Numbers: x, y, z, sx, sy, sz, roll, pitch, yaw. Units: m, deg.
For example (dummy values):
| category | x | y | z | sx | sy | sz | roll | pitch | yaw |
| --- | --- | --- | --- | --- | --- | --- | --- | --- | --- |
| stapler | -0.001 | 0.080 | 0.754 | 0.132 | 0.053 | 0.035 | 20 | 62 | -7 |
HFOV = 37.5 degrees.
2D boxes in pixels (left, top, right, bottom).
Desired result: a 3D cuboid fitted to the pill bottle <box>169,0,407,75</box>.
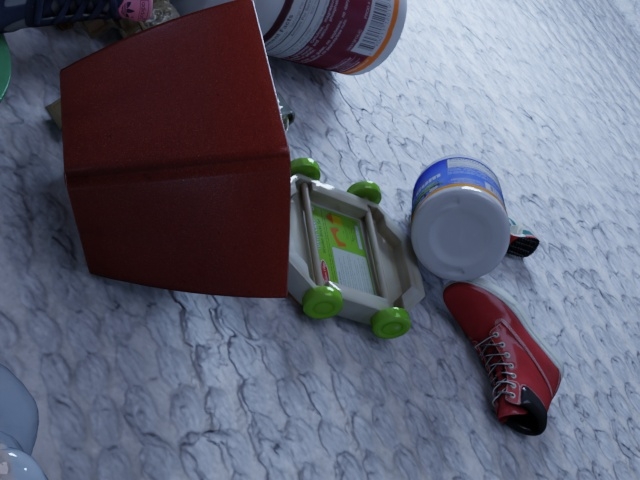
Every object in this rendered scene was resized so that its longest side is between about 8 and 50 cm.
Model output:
| category | x | y | z | sx | sy | sz | roll | pitch | yaw |
| --- | --- | --- | --- | --- | --- | --- | --- | --- | --- |
| pill bottle | -0.061 | -0.417 | 1.581 | 0.392 | 0.224 | 0.224 | 5 | 51 | -43 |

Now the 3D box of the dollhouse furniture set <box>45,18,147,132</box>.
| category | x | y | z | sx | sy | sz | roll | pitch | yaw |
| --- | --- | --- | --- | --- | --- | --- | --- | --- | --- |
| dollhouse furniture set | -0.300 | -0.230 | 1.294 | 0.181 | 0.101 | 0.161 | -34 | 67 | -9 |

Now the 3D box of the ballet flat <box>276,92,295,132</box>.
| category | x | y | z | sx | sy | sz | roll | pitch | yaw |
| --- | --- | --- | --- | --- | --- | --- | --- | --- | --- |
| ballet flat | -0.094 | -0.163 | 1.435 | 0.068 | 0.072 | 0.213 | 47 | 36 | -7 |

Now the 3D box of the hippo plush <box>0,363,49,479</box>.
| category | x | y | z | sx | sy | sz | roll | pitch | yaw |
| --- | --- | --- | --- | --- | --- | --- | --- | --- | --- |
| hippo plush | -0.291 | 0.179 | 0.772 | 0.294 | 0.234 | 0.237 | -8 | 46 | -25 |

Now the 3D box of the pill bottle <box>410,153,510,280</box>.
| category | x | y | z | sx | sy | sz | roll | pitch | yaw |
| --- | --- | --- | --- | --- | --- | --- | --- | --- | --- |
| pill bottle | 0.223 | -0.052 | 1.531 | 0.152 | 0.152 | 0.272 | 38 | 19 | -8 |

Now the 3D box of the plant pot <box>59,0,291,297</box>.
| category | x | y | z | sx | sy | sz | roll | pitch | yaw |
| --- | --- | --- | --- | --- | --- | --- | --- | --- | --- |
| plant pot | -0.174 | -0.092 | 1.117 | 0.235 | 0.267 | 0.267 | -8 | 54 | -9 |

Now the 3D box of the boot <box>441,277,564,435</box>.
| category | x | y | z | sx | sy | sz | roll | pitch | yaw |
| --- | --- | --- | --- | --- | --- | --- | --- | --- | --- |
| boot | 0.265 | 0.176 | 1.433 | 0.244 | 0.088 | 0.176 | 45 | 38 | -4 |

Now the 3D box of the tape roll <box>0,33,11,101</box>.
| category | x | y | z | sx | sy | sz | roll | pitch | yaw |
| --- | --- | --- | --- | --- | --- | --- | --- | --- | --- |
| tape roll | -0.524 | -0.225 | 1.083 | 0.321 | 0.077 | 0.321 | 26 | 39 | -24 |

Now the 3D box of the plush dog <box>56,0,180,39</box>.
| category | x | y | z | sx | sy | sz | roll | pitch | yaw |
| --- | --- | --- | --- | --- | --- | --- | --- | --- | --- |
| plush dog | -0.316 | -0.413 | 1.377 | 0.210 | 0.263 | 0.225 | 26 | 12 | 36 |

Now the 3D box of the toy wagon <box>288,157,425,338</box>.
| category | x | y | z | sx | sy | sz | roll | pitch | yaw |
| --- | --- | --- | --- | --- | --- | --- | --- | --- | --- |
| toy wagon | 0.000 | 0.000 | 1.367 | 0.344 | 0.068 | 0.267 | 18 | 43 | -30 |

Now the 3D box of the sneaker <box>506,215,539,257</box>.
| category | x | y | z | sx | sy | sz | roll | pitch | yaw |
| --- | --- | --- | --- | --- | --- | --- | --- | --- | --- |
| sneaker | 0.320 | -0.020 | 1.711 | 0.161 | 0.057 | 0.075 | 16 | 28 | -31 |

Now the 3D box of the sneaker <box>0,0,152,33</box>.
| category | x | y | z | sx | sy | sz | roll | pitch | yaw |
| --- | --- | --- | --- | --- | --- | --- | --- | --- | --- |
| sneaker | -0.286 | -0.322 | 1.193 | 0.131 | 0.112 | 0.319 | 45 | 56 | 11 |
